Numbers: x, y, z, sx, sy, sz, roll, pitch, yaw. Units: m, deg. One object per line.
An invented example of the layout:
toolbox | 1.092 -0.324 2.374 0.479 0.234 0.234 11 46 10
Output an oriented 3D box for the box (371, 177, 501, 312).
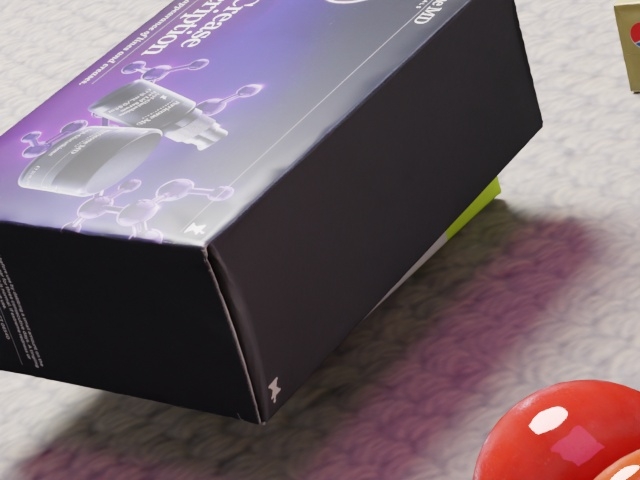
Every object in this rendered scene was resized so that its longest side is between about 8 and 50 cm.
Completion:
box | 0.000 0.000 1.035 0.109 0.042 0.178 9 37 40

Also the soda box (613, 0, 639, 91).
soda box | 0.229 -0.156 1.167 0.061 0.058 0.181 -1 33 28

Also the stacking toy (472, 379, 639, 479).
stacking toy | 0.145 0.128 0.649 0.141 0.141 0.330 -24 26 -13

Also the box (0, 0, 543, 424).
box | -0.037 -0.037 0.973 0.184 0.103 0.261 10 39 34
